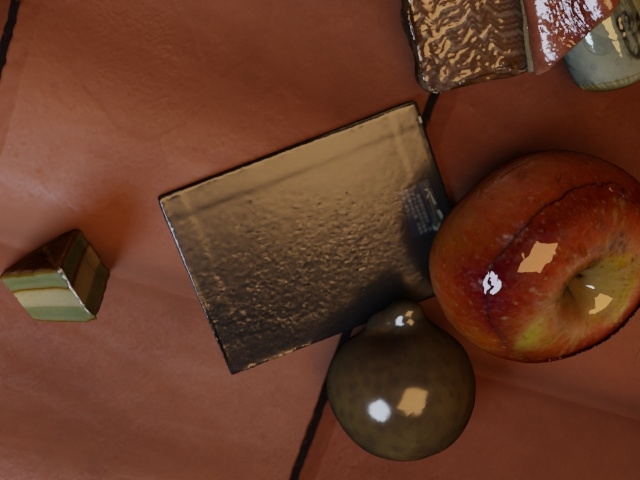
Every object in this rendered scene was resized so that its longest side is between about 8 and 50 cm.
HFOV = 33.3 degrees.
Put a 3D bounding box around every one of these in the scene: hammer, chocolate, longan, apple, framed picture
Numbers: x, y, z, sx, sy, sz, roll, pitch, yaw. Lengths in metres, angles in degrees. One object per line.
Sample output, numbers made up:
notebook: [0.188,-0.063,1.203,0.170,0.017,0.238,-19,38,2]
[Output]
hammer: [0.405,-0.318,1.255,0.305,0.113,0.202,-28,111,-4]
chocolate: [0.159,-0.285,1.231,0.148,0.093,0.214,-14,109,-5]
longan: [0.100,0.172,1.328,0.185,0.159,0.204,3,100,-1]
apple: [0.266,0.017,1.280,0.251,0.206,0.272,35,98,-34]
framed picture: [0.000,0.000,1.338,0.339,0.014,0.255,-21,109,-1]

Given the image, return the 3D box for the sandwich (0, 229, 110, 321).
sandwich: [-0.314,0.063,1.234,0.113,0.163,0.079,-31,108,3]

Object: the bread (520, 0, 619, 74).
bread: [0.267,-0.275,1.158,0.119,0.067,0.192,3,117,29]
